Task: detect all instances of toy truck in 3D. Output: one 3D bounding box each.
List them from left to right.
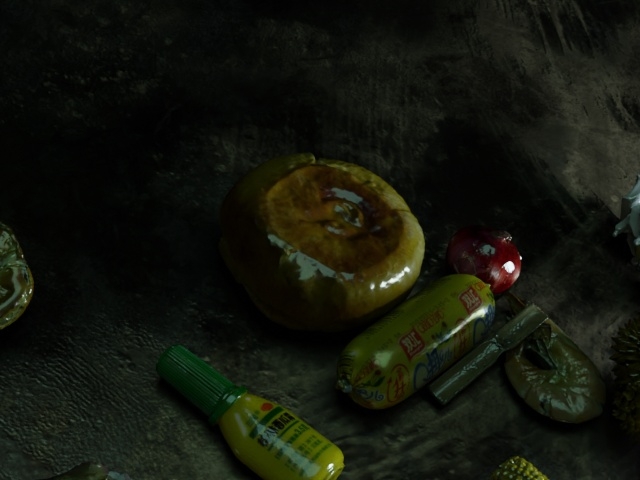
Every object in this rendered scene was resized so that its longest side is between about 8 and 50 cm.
[{"bbox_3d":[0.596,0.020,2.049,0.111,0.136,0.285,-20,52,-6],"label":"toy truck"}]

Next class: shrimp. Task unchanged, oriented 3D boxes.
[{"bbox_3d":[0.356,0.186,1.872,0.145,0.061,0.267,-13,54,-15],"label":"shrimp"}]

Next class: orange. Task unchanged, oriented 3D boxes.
[{"bbox_3d":[-0.494,0.058,1.703,0.160,0.112,0.169,28,79,3],"label":"orange"}]

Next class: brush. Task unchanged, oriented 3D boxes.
[{"bbox_3d":[0.264,0.180,1.836,0.248,0.036,0.043,-36,75,-26],"label":"brush"}]

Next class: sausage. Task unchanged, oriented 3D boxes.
[{"bbox_3d":[0.155,0.152,1.795,0.347,0.123,0.123,-31,63,-35],"label":"sausage"}]

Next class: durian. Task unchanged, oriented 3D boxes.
[{"bbox_3d":[0.572,0.209,1.756,0.258,0.293,0.258,8,69,-21],"label":"durian"}]

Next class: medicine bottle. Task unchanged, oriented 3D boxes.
[{"bbox_3d":[-0.108,0.256,1.656,0.309,0.076,0.111,34,41,17],"label":"medicine bottle"}]

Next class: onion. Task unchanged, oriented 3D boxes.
[{"bbox_3d":[0.276,0.033,1.947,0.131,0.131,0.131,8,46,-9],"label":"onion"}]

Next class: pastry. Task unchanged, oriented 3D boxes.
[{"bbox_3d":[0.000,0.000,1.873,0.356,0.163,0.356,11,41,-10],"label":"pastry"}]

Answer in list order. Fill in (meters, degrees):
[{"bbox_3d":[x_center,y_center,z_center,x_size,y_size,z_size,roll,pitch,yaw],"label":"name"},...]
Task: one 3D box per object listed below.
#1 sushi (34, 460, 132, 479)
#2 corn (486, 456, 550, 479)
[{"bbox_3d":[-0.331,0.355,1.480,0.241,0.107,0.161,19,42,2],"label":"sushi"},{"bbox_3d":[0.345,0.434,1.606,0.102,0.101,0.310,-13,52,-26],"label":"corn"}]
